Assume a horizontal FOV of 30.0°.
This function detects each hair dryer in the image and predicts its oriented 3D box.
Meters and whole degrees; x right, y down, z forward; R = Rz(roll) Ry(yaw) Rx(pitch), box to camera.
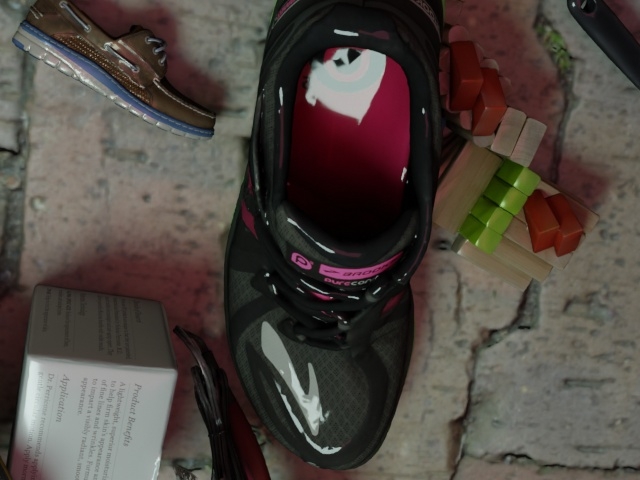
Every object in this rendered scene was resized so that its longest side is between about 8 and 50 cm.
[{"bbox_3d":[-0.047,0.224,1.077,0.080,0.223,0.293,-15,133,16],"label":"hair dryer"}]

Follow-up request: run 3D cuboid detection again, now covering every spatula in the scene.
[{"bbox_3d":[0.326,-0.131,1.113,0.296,0.030,0.084,40,92,-19],"label":"spatula"}]

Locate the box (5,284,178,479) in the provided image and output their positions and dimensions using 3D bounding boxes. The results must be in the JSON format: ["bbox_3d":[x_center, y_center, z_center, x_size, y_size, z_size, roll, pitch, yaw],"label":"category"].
[{"bbox_3d":[-0.199,0.154,1.010,0.119,0.182,0.181,9,103,-14],"label":"box"}]

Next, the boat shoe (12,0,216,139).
[{"bbox_3d":[-0.159,-0.147,0.993,0.183,0.066,0.066,28,96,-19],"label":"boat shoe"}]

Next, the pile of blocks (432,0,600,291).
[{"bbox_3d":[0.124,-0.093,1.052,0.149,0.112,0.362,-35,110,-2],"label":"pile of blocks"}]

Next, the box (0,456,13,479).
[{"bbox_3d":[-0.398,0.168,0.919,0.257,0.079,0.322,-35,73,2],"label":"box"}]

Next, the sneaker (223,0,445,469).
[{"bbox_3d":[0.000,0.000,0.972,0.185,0.202,0.482,4,118,5],"label":"sneaker"}]
